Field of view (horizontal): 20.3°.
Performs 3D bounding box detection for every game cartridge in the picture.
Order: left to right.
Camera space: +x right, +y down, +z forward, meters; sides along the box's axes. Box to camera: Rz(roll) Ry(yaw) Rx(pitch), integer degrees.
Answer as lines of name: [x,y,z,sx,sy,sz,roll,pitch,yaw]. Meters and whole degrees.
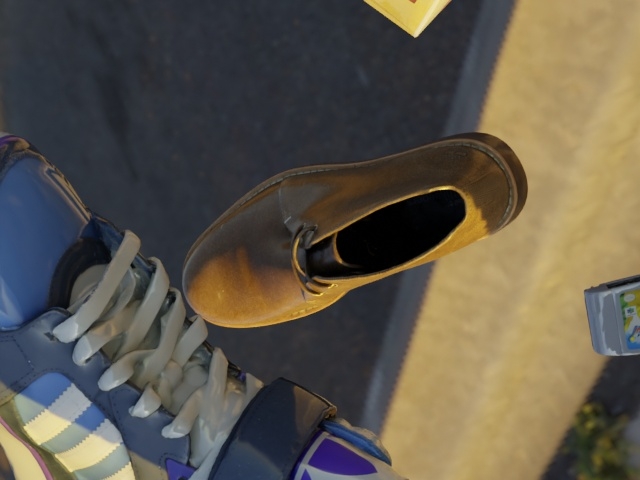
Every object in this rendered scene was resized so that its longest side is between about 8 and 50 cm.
game cartridge: [0.225,0.049,1.230,0.017,0.083,0.056,-108,4,-64]

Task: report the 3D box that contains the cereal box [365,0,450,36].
cereal box: [0.102,-0.187,0.572,0.047,0.240,0.173,37,140,4]

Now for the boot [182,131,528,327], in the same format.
boot: [0.000,0.000,1.355,0.305,0.115,0.112,-21,96,31]

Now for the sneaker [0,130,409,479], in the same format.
sneaker: [-0.064,0.081,0.966,0.236,0.130,0.323,3,127,26]
